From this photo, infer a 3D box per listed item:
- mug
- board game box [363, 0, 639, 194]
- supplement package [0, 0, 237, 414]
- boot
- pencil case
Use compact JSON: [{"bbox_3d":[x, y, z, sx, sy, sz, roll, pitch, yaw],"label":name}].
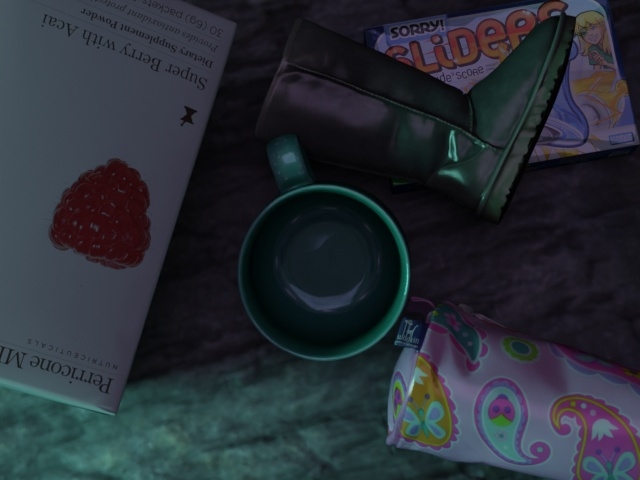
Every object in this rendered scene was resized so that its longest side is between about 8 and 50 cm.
[{"bbox_3d":[0.008,0.006,0.936,0.129,0.097,0.158,14,96,1],"label":"mug"},{"bbox_3d":[0.145,-0.121,0.999,0.201,0.035,0.136,-10,80,0],"label":"board game box"},{"bbox_3d":[-0.204,-0.040,0.897,0.177,0.175,0.293,19,80,-21],"label":"supplement package"},{"bbox_3d":[0.074,-0.125,0.954,0.208,0.076,0.190,24,81,13],"label":"boot"},{"bbox_3d":[0.189,0.127,0.912,0.284,0.124,0.124,15,80,5],"label":"pencil case"}]
